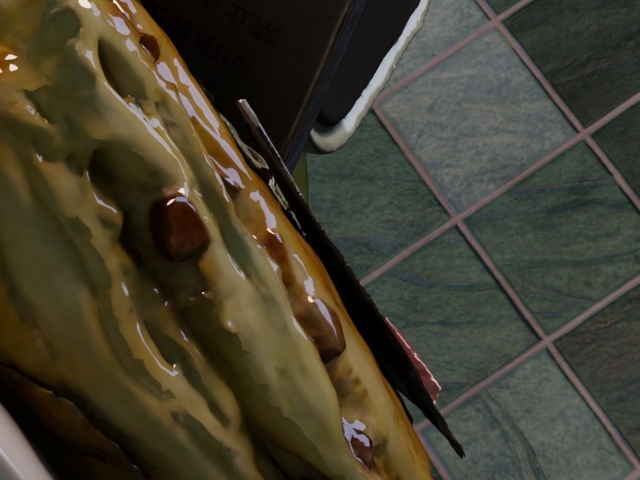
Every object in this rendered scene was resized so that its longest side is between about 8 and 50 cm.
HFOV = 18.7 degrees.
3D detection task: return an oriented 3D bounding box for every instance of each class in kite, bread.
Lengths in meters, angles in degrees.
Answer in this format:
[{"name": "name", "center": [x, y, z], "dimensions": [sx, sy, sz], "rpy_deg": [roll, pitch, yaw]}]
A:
[{"name": "kite", "center": [-0.001, 0.001, 0.831], "dimensions": [0.250, 0.012, 0.229], "rpy_deg": [52, -7, 38]}, {"name": "bread", "center": [-0.095, 0.019, 0.817], "dimensions": [0.277, 0.167, 0.324], "rpy_deg": [57, -3, -17]}]

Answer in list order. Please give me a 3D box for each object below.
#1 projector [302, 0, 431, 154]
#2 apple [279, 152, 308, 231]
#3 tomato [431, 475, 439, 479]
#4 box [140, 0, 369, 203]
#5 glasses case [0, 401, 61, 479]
[{"name": "projector", "center": [-0.086, -0.208, 1.103], "dimensions": [0.248, 0.249, 0.248], "rpy_deg": [-59, 149, -48]}, {"name": "apple", "center": [-0.141, -0.046, 1.325], "dimensions": [0.279, 0.279, 0.279], "rpy_deg": [56, -3, 5]}, {"name": "tomato", "center": [0.035, 0.234, 1.205], "dimensions": [0.208, 0.184, 0.208], "rpy_deg": [57, -4, 7]}, {"name": "box", "center": [-0.098, -0.067, 1.006], "dimensions": [0.180, 0.047, 0.325], "rpy_deg": [32, -43, 6]}, {"name": "glasses case", "center": [-0.111, 0.091, 0.674], "dimensions": [0.164, 0.041, 0.063], "rpy_deg": [58, -4, -24]}]
